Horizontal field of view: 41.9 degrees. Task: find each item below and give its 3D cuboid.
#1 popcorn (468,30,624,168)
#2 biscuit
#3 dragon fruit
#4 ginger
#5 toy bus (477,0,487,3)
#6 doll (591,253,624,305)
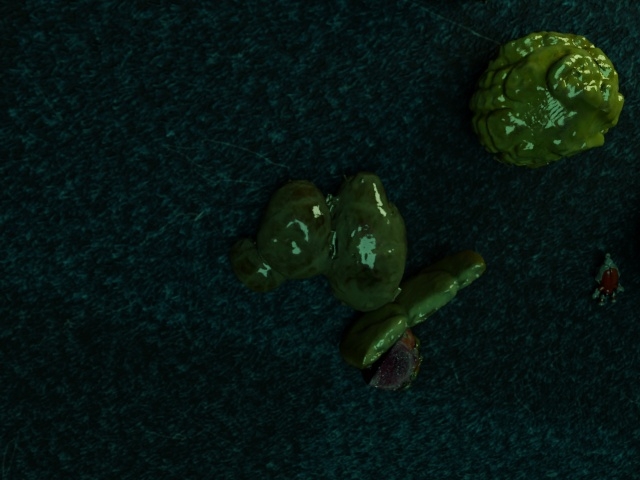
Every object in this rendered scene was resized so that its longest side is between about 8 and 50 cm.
[{"bbox_3d":[0.365,-0.234,1.381,0.250,0.190,0.250,-6,120,-10],"label":"popcorn"},{"bbox_3d":[0.153,0.112,1.464,0.299,0.154,0.045,-40,107,3],"label":"biscuit"},{"bbox_3d":[0.147,0.214,1.529,0.096,0.102,0.147,25,112,-9],"label":"dragon fruit"},{"bbox_3d":[0.000,0.000,1.418,0.304,0.155,0.245,6,113,-3],"label":"ginger"},{"bbox_3d":[0.201,-0.444,1.323,0.182,0.103,0.091,15,105,-14],"label":"toy bus"},{"bbox_3d":[0.543,0.070,1.579,0.057,0.039,0.114,1,121,20],"label":"doll"}]
